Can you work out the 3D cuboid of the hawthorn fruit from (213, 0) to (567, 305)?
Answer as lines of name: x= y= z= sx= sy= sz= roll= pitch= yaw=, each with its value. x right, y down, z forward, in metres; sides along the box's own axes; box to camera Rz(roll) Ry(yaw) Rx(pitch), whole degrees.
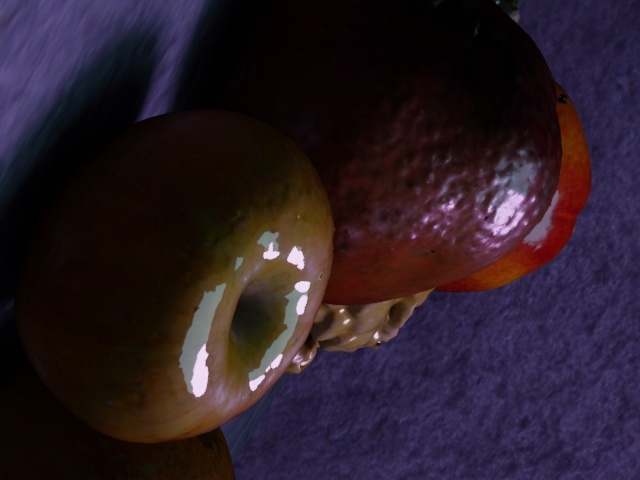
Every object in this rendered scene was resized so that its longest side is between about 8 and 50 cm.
hawthorn fruit: x=0.023 y=-0.070 z=1.293 sx=0.369 sy=0.285 sz=0.285 roll=-37 pitch=-171 yaw=40

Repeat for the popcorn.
popcorn: x=0.000 y=0.000 z=1.612 sx=0.332 sy=0.225 sz=0.265 roll=-54 pitch=-160 yaw=45

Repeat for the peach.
peach: x=0.201 y=-0.094 z=2.125 sx=0.370 sy=0.370 sz=0.370 roll=-57 pitch=174 yaw=-9

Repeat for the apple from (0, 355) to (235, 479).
apple: x=-0.168 y=0.190 z=1.177 sx=0.237 sy=0.207 sz=0.237 roll=-46 pitch=167 yaw=-14

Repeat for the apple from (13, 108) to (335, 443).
apple: x=-0.102 y=0.019 z=1.049 sx=0.235 sy=0.173 sz=0.210 roll=-32 pitch=137 yaw=-47

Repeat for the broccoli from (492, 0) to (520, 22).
broccoli: x=0.209 y=-0.320 z=2.081 sx=0.130 sy=0.120 sz=0.131 roll=-51 pitch=150 yaw=3
